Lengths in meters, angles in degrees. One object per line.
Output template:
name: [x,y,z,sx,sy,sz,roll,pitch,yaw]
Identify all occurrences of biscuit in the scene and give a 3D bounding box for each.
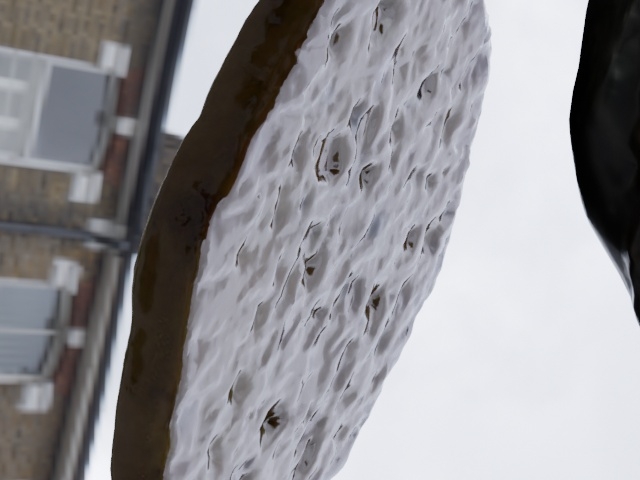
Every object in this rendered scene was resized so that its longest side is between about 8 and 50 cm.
biscuit: [-0.001,0.000,0.788,0.046,0.359,0.359,21,-77,21]

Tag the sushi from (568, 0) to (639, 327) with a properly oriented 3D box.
sushi: [0.266,-0.028,0.500,0.294,0.299,0.281,-126,-159,-67]
